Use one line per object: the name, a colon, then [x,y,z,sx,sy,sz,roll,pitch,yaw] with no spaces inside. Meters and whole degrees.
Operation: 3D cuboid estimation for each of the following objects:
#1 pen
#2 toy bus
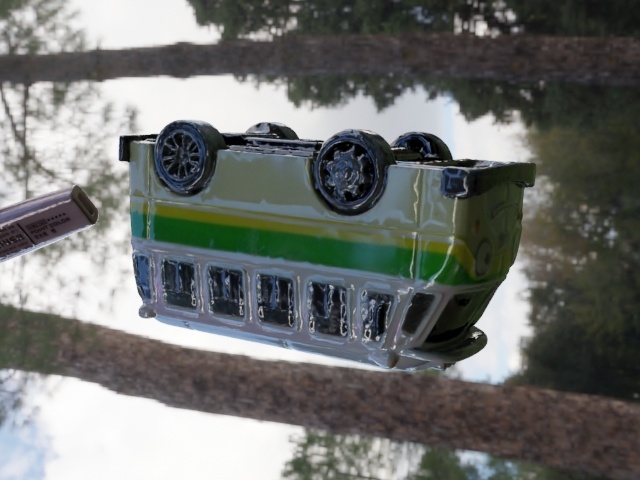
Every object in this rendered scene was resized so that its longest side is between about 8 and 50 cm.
pen: [-0.302,-0.004,0.905,0.053,0.197,0.032,58,-157,-36]
toy bus: [0.000,0.000,0.757,0.143,0.305,0.179,-10,-75,-61]
